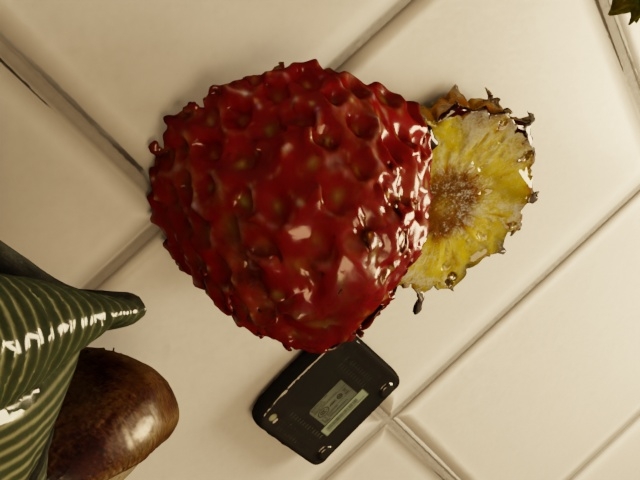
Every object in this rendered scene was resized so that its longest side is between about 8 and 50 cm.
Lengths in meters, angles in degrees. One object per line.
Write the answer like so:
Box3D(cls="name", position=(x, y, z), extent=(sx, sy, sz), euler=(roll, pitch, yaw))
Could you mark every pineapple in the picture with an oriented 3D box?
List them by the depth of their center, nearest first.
Box3D(cls="pineapple", position=(0.102, -0.035, 0.863), extent=(0.221, 0.047, 0.221), euler=(-16, 128, -21))

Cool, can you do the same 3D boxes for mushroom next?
Box3D(cls="mushroom", position=(-0.213, 0.158, 0.693), extent=(0.231, 0.138, 0.194), euler=(-39, 164, -22))

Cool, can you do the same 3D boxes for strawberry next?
Box3D(cls="strawberry", position=(0.000, 0.000, 0.701), extent=(0.234, 0.178, 0.234), euler=(-9, 133, -10))

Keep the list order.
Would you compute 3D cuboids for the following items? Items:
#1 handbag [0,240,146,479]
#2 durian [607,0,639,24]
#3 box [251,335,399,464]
Box3D(cls="handbag", position=(-0.265, 0.066, 0.494), extent=(0.240, 0.341, 0.247), euler=(-9, 123, -53))
Box3D(cls="durian", position=(0.245, -0.255, 0.687), extent=(0.176, 0.200, 0.237), euler=(-51, 142, -8))
Box3D(cls="box", position=(0.006, 0.151, 0.941), extent=(0.126, 0.027, 0.125), euler=(-45, 135, 1))
